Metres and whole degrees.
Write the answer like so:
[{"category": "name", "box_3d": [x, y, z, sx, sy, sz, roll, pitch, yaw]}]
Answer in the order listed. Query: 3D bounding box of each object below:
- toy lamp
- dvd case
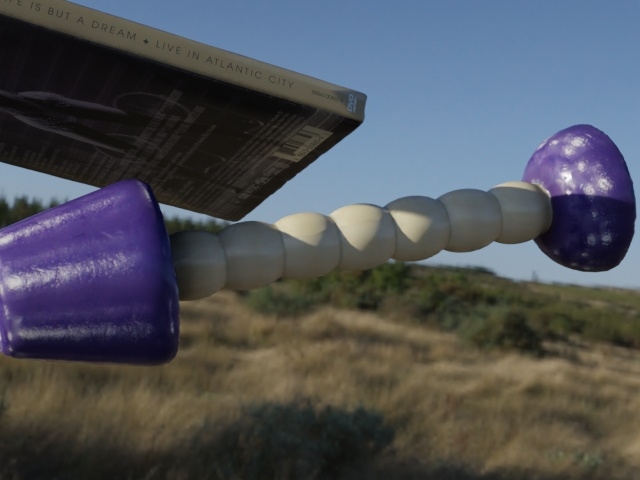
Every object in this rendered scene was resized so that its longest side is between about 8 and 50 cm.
[{"category": "toy lamp", "box_3d": [0.000, 0.000, 0.470, 0.274, 0.080, 0.080, -11, 4, -19]}, {"category": "dvd case", "box_3d": [-0.113, -0.060, 0.470, 0.221, 0.018, 0.164, 14, -18, -19]}]
